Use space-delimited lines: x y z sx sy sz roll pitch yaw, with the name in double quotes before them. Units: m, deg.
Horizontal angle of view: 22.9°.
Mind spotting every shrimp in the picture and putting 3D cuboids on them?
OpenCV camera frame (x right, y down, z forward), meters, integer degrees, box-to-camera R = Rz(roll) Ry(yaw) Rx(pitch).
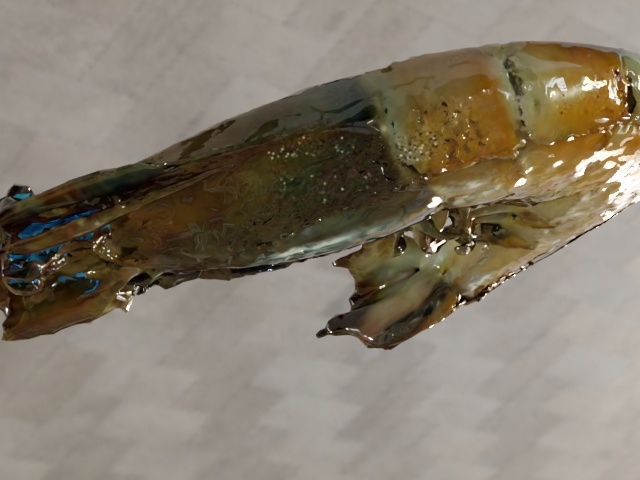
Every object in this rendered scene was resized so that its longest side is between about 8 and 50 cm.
"shrimp" 0.000 0.000 0.628 0.290 0.054 0.222 -13 160 -12
